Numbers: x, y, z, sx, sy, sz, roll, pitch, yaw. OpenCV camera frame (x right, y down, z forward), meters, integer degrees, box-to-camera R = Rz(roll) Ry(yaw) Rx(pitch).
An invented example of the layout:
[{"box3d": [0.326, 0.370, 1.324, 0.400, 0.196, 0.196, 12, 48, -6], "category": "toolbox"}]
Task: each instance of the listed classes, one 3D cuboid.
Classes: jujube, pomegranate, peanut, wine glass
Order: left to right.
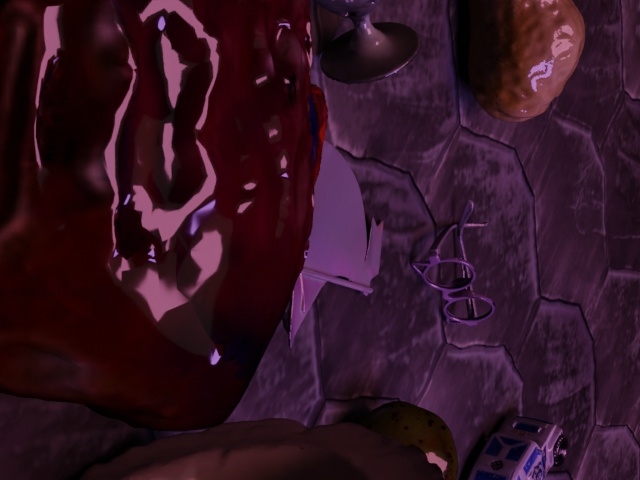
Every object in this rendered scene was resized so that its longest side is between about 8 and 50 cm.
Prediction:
[{"box3d": [-0.124, -0.074, 0.723, 0.258, 0.258, 0.376, -9, 93, -57], "category": "jujube"}, {"box3d": [0.017, -0.231, 1.030, 0.093, 0.093, 0.202, -55, 140, -35], "category": "wine glass"}, {"box3d": [0.077, 0.215, 1.244, 0.142, 0.115, 0.114, 72, 34, -77], "category": "pomegranate"}, {"box3d": [0.208, -0.238, 1.302, 0.110, 0.120, 0.236, -9, 111, -34], "category": "peanut"}]

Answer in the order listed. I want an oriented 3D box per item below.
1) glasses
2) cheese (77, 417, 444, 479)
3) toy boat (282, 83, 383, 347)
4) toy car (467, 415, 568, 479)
[{"box3d": [0.143, 0.014, 1.357, 0.140, 0.063, 0.103, 53, 33, -49], "category": "glasses"}, {"box3d": [-0.043, 0.256, 0.833, 0.292, 0.332, 0.153, -11, 109, -16], "category": "cheese"}, {"box3d": [-0.003, -0.025, 1.083, 0.318, 0.072, 0.219, -23, 120, -57], "category": "toy boat"}, {"box3d": [0.218, 0.269, 1.492, 0.170, 0.080, 0.070, -50, 136, -37], "category": "toy car"}]
